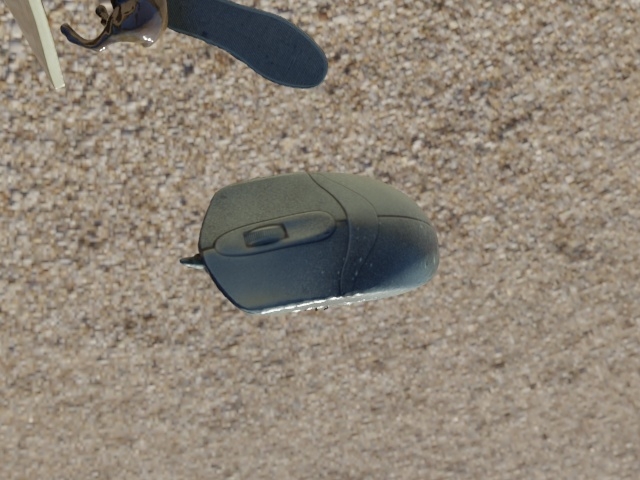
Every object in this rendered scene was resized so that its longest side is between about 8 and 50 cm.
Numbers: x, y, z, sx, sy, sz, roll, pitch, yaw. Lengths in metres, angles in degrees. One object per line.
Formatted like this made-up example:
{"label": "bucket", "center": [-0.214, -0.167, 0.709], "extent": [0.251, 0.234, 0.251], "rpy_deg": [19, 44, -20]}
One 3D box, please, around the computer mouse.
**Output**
{"label": "computer mouse", "center": [0.004, -0.003, 0.731], "extent": [0.229, 0.113, 0.068], "rpy_deg": [-5, 154, -27]}

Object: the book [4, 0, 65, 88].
{"label": "book", "center": [-0.341, -0.280, 1.033], "extent": [0.016, 0.199, 0.138], "rpy_deg": [-24, 146, -18]}

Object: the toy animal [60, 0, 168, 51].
{"label": "toy animal", "center": [-0.188, -0.311, 0.969], "extent": [0.186, 0.214, 0.093], "rpy_deg": [-6, -179, 33]}

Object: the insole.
{"label": "insole", "center": [-0.096, -0.260, 1.160], "extent": [0.232, 0.003, 0.080], "rpy_deg": [24, 98, -7]}
